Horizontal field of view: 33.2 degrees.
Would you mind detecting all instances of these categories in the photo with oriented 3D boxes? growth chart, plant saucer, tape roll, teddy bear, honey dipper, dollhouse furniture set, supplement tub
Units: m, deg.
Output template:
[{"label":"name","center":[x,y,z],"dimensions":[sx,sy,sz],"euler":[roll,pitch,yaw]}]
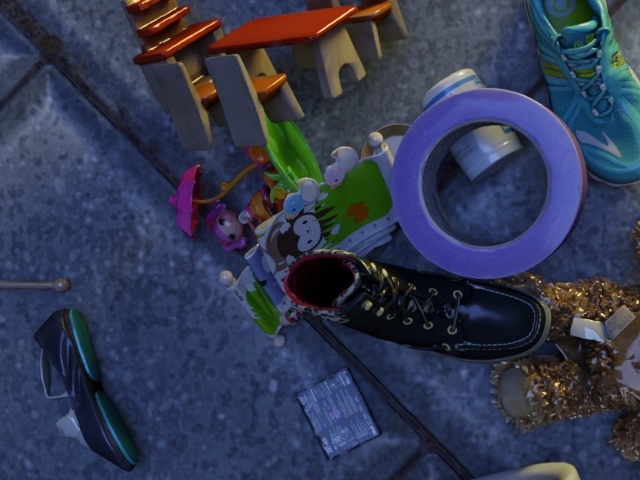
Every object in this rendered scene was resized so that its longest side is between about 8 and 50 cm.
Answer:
[{"label":"growth chart","center":[0.000,0.000,1.141],"dimensions":[0.237,0.172,0.021],"euler":[-41,48,2]},{"label":"plant saucer","center":[0.087,-0.088,1.200],"dimensions":[0.083,0.015,0.083],"euler":[-1,84,10]},{"label":"tape roll","center":[0.171,-0.057,1.084],"dimensions":[0.189,0.080,0.189],"euler":[1,93,17]},{"label":"teddy bear","center":[0.334,0.106,1.107],"dimensions":[0.338,0.113,0.245],"euler":[-22,74,14]},{"label":"honey dipper","center":[-0.372,0.053,1.254],"dimensions":[0.160,0.030,0.030],"euler":[2,85,6]},{"label":"dollhouse furniture set","center":[-0.080,-0.213,1.119],"dimensions":[0.259,0.262,0.135],"euler":[1,122,40]},{"label":"supplement tub","center":[0.164,-0.125,1.164],"dimensions":[0.071,0.071,0.107],"euler":[-33,80,5]}]

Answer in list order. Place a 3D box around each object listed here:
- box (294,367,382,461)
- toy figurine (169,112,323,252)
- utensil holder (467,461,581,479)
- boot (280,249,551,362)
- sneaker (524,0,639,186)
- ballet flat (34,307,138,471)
[{"label":"box","center":[0.020,0.191,1.181],"dimensions":[0.067,0.018,0.083],"euler":[-29,81,5]},{"label":"toy figurine","center":[-0.084,-0.045,1.192],"dimensions":[0.159,0.130,0.173],"euler":[-29,105,19]},{"label":"utensil holder","center":[0.153,0.443,0.983],"dimensions":[0.327,0.327,0.385],"euler":[-22,83,6]},{"label":"boot","center":[0.093,0.066,1.072],"dimensions":[0.236,0.178,0.085],"euler":[6,82,31]},{"label":"sneaker","center":[0.275,-0.185,1.130],"dimensions":[0.107,0.110,0.275],"euler":[-23,81,13]},{"label":"ballet flat","center":[-0.270,0.175,1.205],"dimensions":[0.074,0.074,0.203],"euler":[-27,75,6]}]
